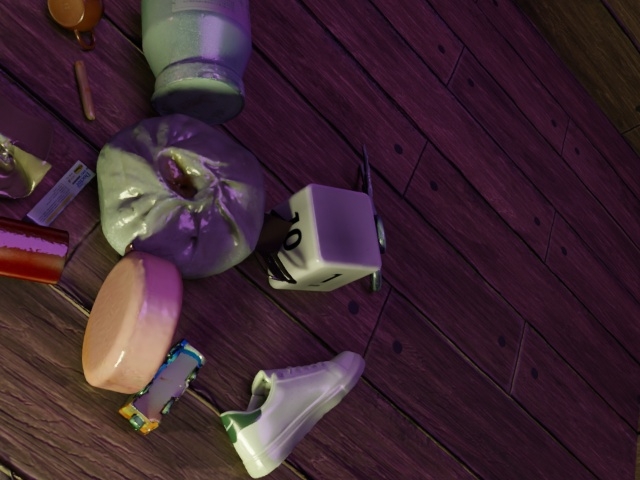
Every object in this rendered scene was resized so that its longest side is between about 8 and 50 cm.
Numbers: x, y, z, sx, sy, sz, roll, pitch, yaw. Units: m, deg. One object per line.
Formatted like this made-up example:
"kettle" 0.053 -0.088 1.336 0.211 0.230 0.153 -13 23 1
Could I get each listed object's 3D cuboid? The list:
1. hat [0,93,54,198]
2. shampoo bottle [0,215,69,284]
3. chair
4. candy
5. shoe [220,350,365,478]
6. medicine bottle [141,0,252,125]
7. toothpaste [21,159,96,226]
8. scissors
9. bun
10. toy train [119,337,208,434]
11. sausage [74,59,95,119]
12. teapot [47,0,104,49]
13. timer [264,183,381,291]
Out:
"hat" -0.578 -0.171 1.182 0.166 0.144 0.173 30 10 -25
"shampoo bottle" -0.570 0.003 1.094 0.260 0.064 0.102 16 82 -34
"chair" -0.104 0.004 1.387 0.084 0.212 0.102 15 104 -35
"candy" -0.326 0.133 1.123 0.094 0.255 0.256 23 57 -31
"shoe" -0.059 0.315 1.357 0.363 0.131 0.160 -38 92 -40
"medicine bottle" -0.273 -0.424 1.426 0.244 0.245 0.290 10 67 -37
"toothpaste" -0.492 -0.082 1.222 0.046 0.034 0.164 42 49 -18
"scissors" 0.129 -0.079 1.675 0.029 0.256 0.384 -5 54 -2
"bun" -0.262 -0.097 1.273 0.354 0.194 0.355 7 70 -18
"toy train" -0.293 0.270 1.191 0.072 0.099 0.188 46 49 -11
"sausage" -0.487 -0.310 1.337 0.024 0.024 0.133 -5 75 -42
"teapot" -0.503 -0.491 1.360 0.116 0.116 0.173 -25 115 -44
"timer" 0.000 0.000 1.495 0.194 0.195 0.193 6 67 -37
